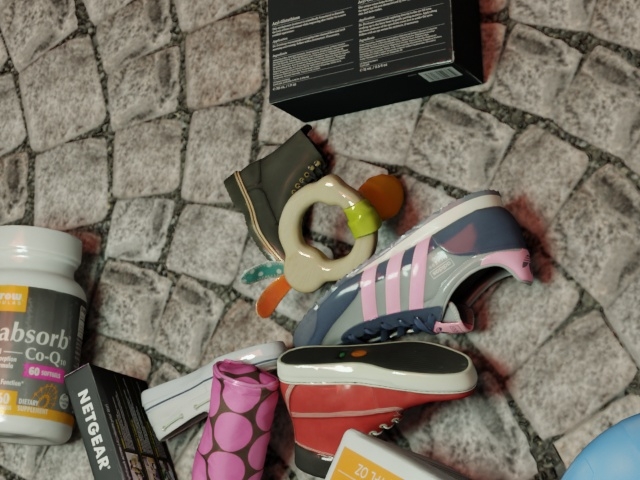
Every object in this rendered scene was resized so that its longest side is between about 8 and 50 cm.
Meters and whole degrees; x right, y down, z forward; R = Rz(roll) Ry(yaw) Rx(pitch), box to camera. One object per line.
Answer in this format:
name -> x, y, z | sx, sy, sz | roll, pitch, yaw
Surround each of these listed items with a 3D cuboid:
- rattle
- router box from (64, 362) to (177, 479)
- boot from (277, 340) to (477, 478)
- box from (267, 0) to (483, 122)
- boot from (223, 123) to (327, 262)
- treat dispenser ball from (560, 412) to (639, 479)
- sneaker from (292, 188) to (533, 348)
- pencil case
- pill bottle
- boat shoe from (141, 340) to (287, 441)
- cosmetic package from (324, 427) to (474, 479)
rattle -> 0.000, 0.000, 1.987 | 0.130, 0.143, 0.199 | 32, 117, -8
router box -> -0.252, 0.254, 2.042 | 0.046, 0.133, 0.179 | -30, 63, 18
boot -> 0.076, 0.215, 1.891 | 0.244, 0.088, 0.176 | -2, 108, 23
box -> 0.067, -0.271, 2.035 | 0.261, 0.103, 0.184 | -10, 74, 27
boot -> -0.029, -0.048, 2.044 | 0.137, 0.077, 0.198 | -38, 62, 9
treat dispenser ball -> 0.369, 0.309, 1.588 | 0.288, 0.288, 0.288 | -9, 72, 27
sneaker -> 0.109, 0.076, 1.907 | 0.319, 0.112, 0.131 | -38, 66, 20
pencil case -> -0.112, 0.246, 1.954 | 0.098, 0.095, 0.209 | -129, 50, -60
pill bottle -> -0.401, 0.129, 2.145 | 0.162, 0.162, 0.278 | -4, 74, 28
boat shoe -> -0.127, 0.194, 2.032 | 0.226, 0.083, 0.076 | -25, 77, 32
cosmetic package -> 0.053, 0.463, 1.750 | 0.230, 0.161, 0.453 | 18, 84, 59
